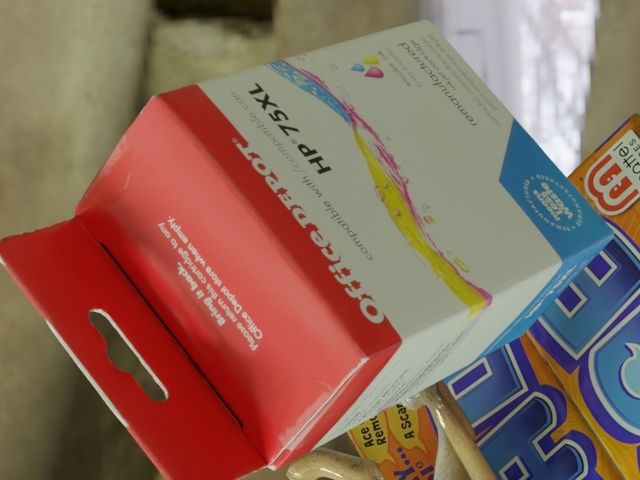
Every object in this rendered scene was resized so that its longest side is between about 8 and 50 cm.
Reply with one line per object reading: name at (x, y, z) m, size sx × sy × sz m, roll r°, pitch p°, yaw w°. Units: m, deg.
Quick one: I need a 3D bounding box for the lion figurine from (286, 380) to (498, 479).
lion figurine at (0.047, 0.288, 1.421) m, size 0.142 × 0.392 × 0.240 m, roll -17°, pitch -121°, yaw -48°

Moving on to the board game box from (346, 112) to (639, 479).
board game box at (0.305, 0.188, 1.540) m, size 0.356 × 0.356 × 0.356 m, roll 26°, pitch -155°, yaw -46°

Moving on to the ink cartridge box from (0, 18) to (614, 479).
ink cartridge box at (0.000, 0.000, 0.766) m, size 0.231 × 0.134 × 0.078 m, roll -23°, pitch 158°, yaw -49°
